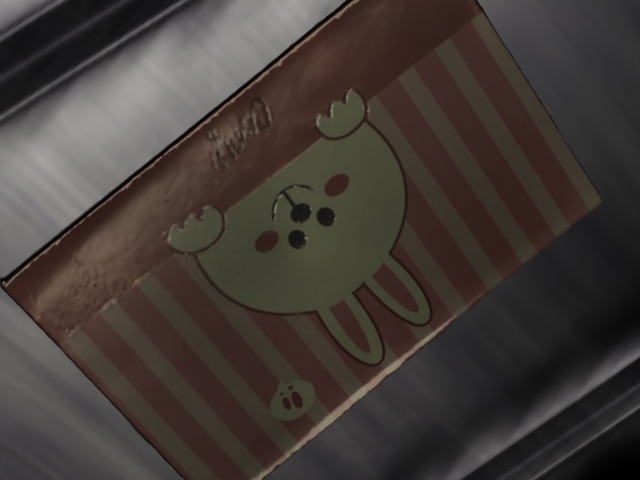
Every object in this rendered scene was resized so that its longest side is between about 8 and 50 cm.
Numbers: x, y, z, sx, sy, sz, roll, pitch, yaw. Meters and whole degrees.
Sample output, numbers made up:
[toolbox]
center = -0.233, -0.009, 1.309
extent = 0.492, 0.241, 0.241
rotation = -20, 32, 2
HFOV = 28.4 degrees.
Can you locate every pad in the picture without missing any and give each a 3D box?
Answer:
[pad]
center = 0.000, 0.000, 0.713
extent = 0.300, 0.005, 0.202
rotation = -39, 115, -2
